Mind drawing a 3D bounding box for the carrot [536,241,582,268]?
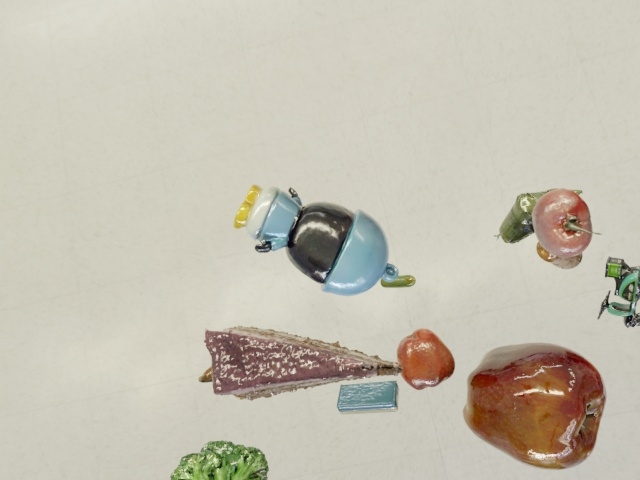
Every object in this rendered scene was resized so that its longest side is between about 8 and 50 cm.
[{"bbox_3d":[0.444,0.019,1.181,0.060,0.186,0.060,-6,78,34],"label":"carrot"}]

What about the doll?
[{"bbox_3d":[0.000,0.000,1.161,0.314,0.141,0.177,25,54,-1],"label":"doll"}]

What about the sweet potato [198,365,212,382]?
[{"bbox_3d":[-0.195,0.361,1.831,0.112,0.359,0.112,6,99,47],"label":"sweet potato"}]

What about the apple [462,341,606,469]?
[{"bbox_3d":[0.502,0.381,1.479,0.316,0.288,0.288,2,77,45],"label":"apple"}]

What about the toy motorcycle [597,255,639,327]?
[{"bbox_3d":[0.704,0.126,1.471,0.100,0.058,0.173,10,122,32],"label":"toy motorcycle"}]

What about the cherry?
[{"bbox_3d":[0.377,-0.023,0.989,0.086,0.126,0.106,-10,70,13],"label":"cherry"}]

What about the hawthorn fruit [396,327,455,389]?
[{"bbox_3d":[0.242,0.281,1.504,0.132,0.133,0.138,-21,88,5],"label":"hawthorn fruit"}]

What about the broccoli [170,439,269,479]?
[{"bbox_3d":[-0.262,0.681,1.646,0.307,0.275,0.308,-1,95,-13],"label":"broccoli"}]

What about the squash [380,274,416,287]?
[{"bbox_3d":[0.160,0.082,1.278,0.083,0.027,0.028,-4,74,50],"label":"squash"}]

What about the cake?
[{"bbox_3d":[-0.033,0.179,0.883,0.295,0.116,0.113,-3,81,34],"label":"cake"}]

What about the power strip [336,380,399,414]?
[{"bbox_3d":[0.093,0.310,1.248,0.123,0.032,0.056,-9,39,19],"label":"power strip"}]

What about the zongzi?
[{"bbox_3d":[0.399,-0.036,1.172,0.130,0.154,0.062,-14,59,-17],"label":"zongzi"}]
